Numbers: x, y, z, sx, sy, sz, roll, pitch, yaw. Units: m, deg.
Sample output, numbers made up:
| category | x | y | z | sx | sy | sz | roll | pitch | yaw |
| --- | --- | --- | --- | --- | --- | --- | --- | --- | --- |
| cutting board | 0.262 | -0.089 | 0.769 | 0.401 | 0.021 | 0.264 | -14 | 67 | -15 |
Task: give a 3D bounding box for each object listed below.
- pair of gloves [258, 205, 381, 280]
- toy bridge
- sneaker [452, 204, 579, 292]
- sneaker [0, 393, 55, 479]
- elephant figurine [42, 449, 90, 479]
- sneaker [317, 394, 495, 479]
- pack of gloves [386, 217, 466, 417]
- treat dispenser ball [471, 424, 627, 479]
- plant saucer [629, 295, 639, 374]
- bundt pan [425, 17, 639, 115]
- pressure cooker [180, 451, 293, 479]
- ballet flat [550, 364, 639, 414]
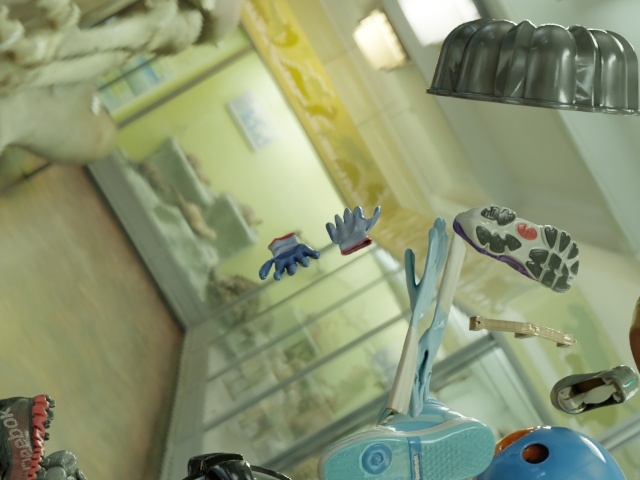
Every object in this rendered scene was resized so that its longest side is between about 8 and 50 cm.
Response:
| category | x | y | z | sx | sy | sz | roll | pitch | yaw |
| --- | --- | --- | --- | --- | --- | --- | --- | --- | --- |
| pair of gloves | 0.000 | 0.000 | 1.502 | 0.159 | 0.198 | 0.023 | -106 | 172 | -70 |
| toy bridge | 0.355 | 0.157 | 1.793 | 0.063 | 0.188 | 0.026 | 140 | -39 | -74 |
| sneaker | 0.226 | 0.004 | 1.191 | 0.170 | 0.068 | 0.071 | 29 | -8 | -21 |
| sneaker | -0.559 | 0.384 | 1.877 | 0.276 | 0.135 | 0.097 | -105 | -150 | -53 |
| elephant figurine | -0.519 | 0.564 | 2.186 | 0.239 | 0.169 | 0.186 | 44 | 14 | -32 |
| sneaker | 0.113 | 0.346 | 1.765 | 0.208 | 0.319 | 0.127 | -154 | -115 | -63 |
| pack of gloves | 0.113 | 0.091 | 1.226 | 0.046 | 0.232 | 0.195 | 12 | -11 | 17 |
| treat dispenser ball | 0.407 | 0.474 | 1.842 | 0.288 | 0.288 | 0.288 | 60 | -2 | 3 |
| plant saucer | 0.339 | 0.136 | 0.935 | 0.200 | 0.037 | 0.200 | 61 | -4 | 8 |
| bundt pan | 0.331 | -0.267 | 1.583 | 0.331 | 0.331 | 0.124 | -126 | -139 | -76 |
| pressure cooker | -0.155 | 0.597 | 1.772 | 0.370 | 0.375 | 0.420 | 32 | -45 | 9 |
| ballet flat | 0.474 | 0.274 | 1.855 | 0.213 | 0.068 | 0.072 | -33 | -94 | 51 |
